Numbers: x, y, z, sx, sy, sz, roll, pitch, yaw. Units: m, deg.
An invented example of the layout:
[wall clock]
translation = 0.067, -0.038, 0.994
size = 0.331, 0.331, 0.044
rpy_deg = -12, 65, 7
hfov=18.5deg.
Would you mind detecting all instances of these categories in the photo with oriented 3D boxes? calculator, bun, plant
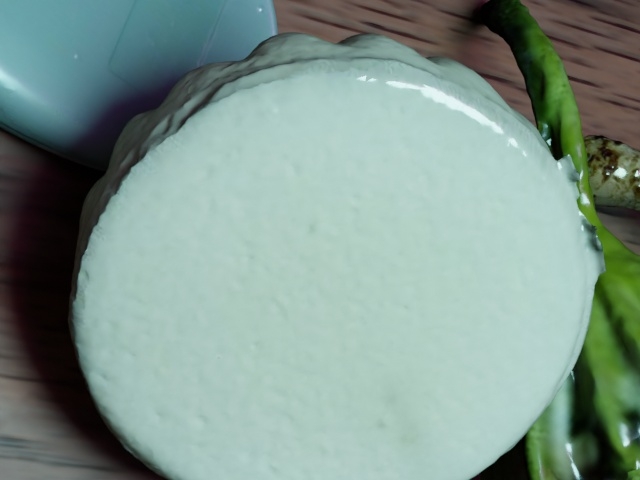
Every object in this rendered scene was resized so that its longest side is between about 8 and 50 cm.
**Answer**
[calculator]
translation = -0.141, -0.146, 1.016
size = 0.299, 0.041, 0.185
rpy_deg = 35, 64, -30
[bun]
translation = 0.000, 0.000, 1.020
size = 0.263, 0.175, 0.263
rpy_deg = -3, 115, -6
[plant]
translation = 0.126, 0.025, 1.103
size = 0.180, 0.251, 0.333
rpy_deg = -28, 89, -5

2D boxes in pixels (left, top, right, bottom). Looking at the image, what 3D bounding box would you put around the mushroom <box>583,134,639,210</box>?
[mushroom]
translation = 0.255, -0.007, 1.219
size = 0.217, 0.227, 0.148
rpy_deg = 37, 35, -3
